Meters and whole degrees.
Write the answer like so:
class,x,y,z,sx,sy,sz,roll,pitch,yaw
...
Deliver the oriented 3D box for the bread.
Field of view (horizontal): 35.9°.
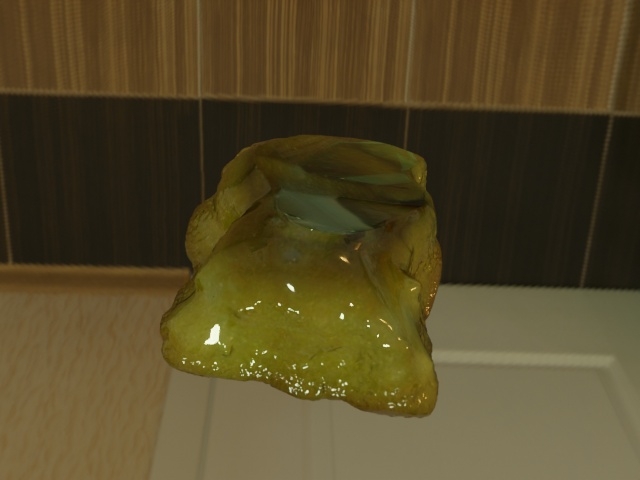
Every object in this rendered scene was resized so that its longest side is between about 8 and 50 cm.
class,x,y,z,sx,sy,sz,roll,pitch,yaw
bread,0.000,0.000,0.609,0.161,0.233,0.088,17,121,-8
